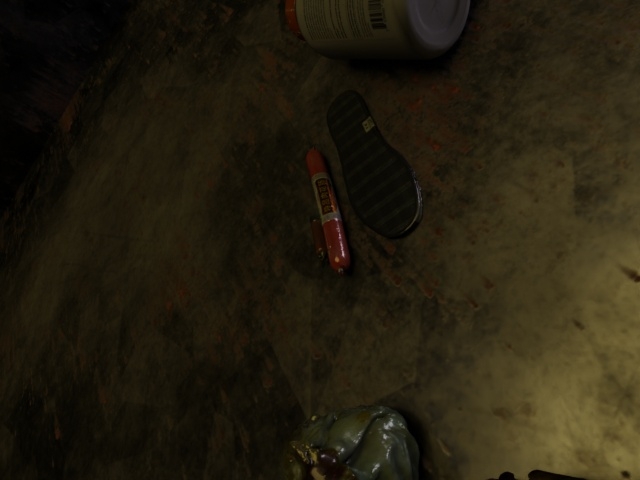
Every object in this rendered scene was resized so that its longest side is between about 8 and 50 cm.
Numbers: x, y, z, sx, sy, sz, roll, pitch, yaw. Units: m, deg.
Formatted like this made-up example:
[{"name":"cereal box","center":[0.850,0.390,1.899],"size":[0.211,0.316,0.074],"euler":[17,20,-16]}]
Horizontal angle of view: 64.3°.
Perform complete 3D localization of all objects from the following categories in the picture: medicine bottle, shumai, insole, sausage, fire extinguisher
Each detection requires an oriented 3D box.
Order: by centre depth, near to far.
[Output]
[{"name":"shumai","center":[0.005,0.263,0.557],"size":[0.184,0.142,0.184],"euler":[-19,59,34]},{"name":"insole","center":[0.071,-0.124,0.769],"size":[0.110,0.012,0.309],"euler":[-38,49,27]},{"name":"fire extinguisher","center":[0.000,0.000,0.774],"size":[0.028,0.023,0.083],"euler":[107,157,-54]},{"name":"medicine bottle","center":[0.067,-0.358,0.776],"size":[0.289,0.157,0.157],"euler":[23,88,47]},{"name":"sausage","center":[0.010,-0.053,0.779],"size":[0.034,0.034,0.253],"euler":[-35,50,28]}]

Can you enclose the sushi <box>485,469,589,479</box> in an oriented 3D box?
[{"name":"sushi","center":[0.219,0.240,0.395],"size":[0.226,0.097,0.103],"euler":[-11,57,57]}]
